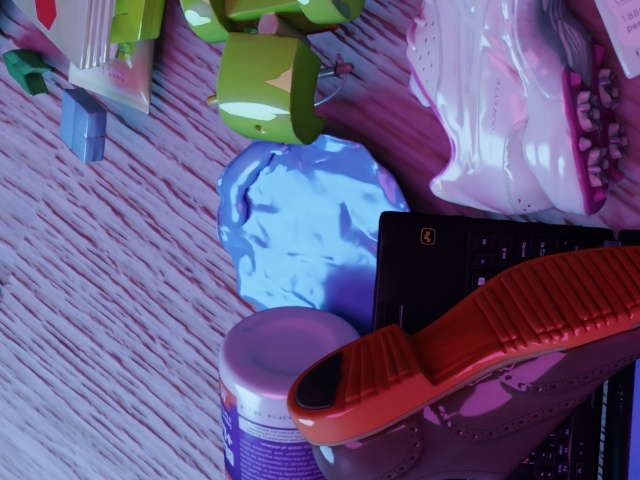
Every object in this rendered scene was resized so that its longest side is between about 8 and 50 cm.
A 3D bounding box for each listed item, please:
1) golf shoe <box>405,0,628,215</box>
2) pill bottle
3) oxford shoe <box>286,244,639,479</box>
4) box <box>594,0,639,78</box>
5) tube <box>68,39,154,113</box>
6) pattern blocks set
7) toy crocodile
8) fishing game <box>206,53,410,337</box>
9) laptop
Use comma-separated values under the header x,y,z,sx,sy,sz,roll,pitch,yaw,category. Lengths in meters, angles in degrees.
x,y,z,sx,sy,sz,roll,pitch,yaw,category
0.105,-0.159,0.789,0.140,0.115,0.306,-7,99,33,golf shoe
-0.020,0.156,0.917,0.108,0.108,0.193,17,127,24,pill bottle
0.121,0.083,0.740,0.271,0.097,0.098,-21,113,8,oxford shoe
0.206,-0.227,0.696,0.127,0.148,0.232,-22,92,30,box
-0.155,-0.224,0.940,0.062,0.070,0.240,3,115,-15,tube
-0.191,-0.238,0.914,0.285,0.026,0.325,51,137,33,pattern blocks set
-0.025,-0.235,0.829,0.115,0.105,0.340,-5,79,27,toy crocodile
0.000,0.000,0.925,0.189,0.041,0.264,-13,101,37,fishing game
0.172,0.104,0.765,0.264,0.136,0.234,5,88,-11,laptop
